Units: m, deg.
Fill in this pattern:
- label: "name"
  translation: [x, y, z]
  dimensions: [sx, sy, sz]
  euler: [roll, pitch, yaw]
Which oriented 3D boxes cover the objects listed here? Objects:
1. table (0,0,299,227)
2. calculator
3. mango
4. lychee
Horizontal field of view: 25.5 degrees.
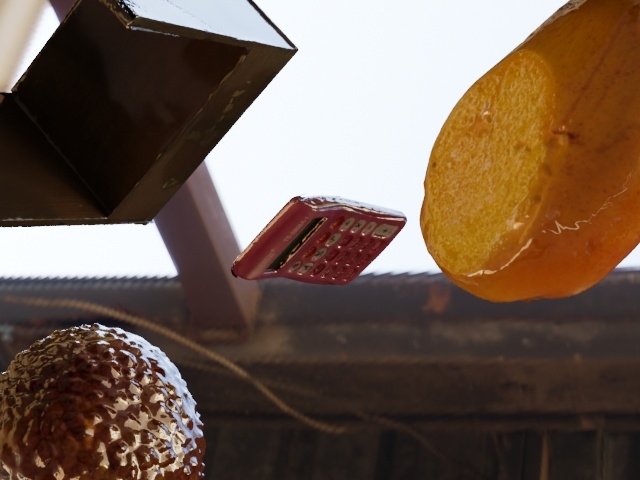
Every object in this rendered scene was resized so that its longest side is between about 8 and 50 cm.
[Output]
- label: "table"
  translation: [-0.217, -0.162, 1.293]
  dimensions: [0.250, 0.282, 0.196]
  euler: [-47, -108, 21]
- label: "calculator"
  translation: [0.000, 0.000, 1.547]
  dimensions: [0.126, 0.191, 0.034]
  euler: [-48, -123, 27]
- label: "mango"
  translation: [0.152, -0.060, 0.861]
  dimensions: [0.141, 0.102, 0.217]
  euler: [36, -78, 41]
- label: "lychee"
  translation: [-0.253, 0.215, 1.513]
  dimensions: [0.261, 0.260, 0.260]
  euler: [-8, -131, 9]
